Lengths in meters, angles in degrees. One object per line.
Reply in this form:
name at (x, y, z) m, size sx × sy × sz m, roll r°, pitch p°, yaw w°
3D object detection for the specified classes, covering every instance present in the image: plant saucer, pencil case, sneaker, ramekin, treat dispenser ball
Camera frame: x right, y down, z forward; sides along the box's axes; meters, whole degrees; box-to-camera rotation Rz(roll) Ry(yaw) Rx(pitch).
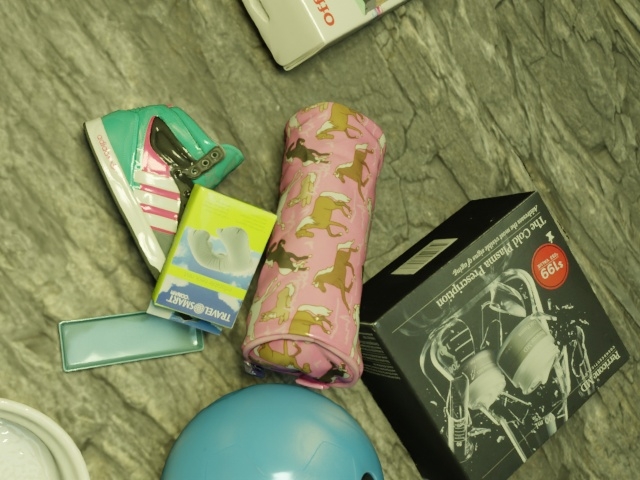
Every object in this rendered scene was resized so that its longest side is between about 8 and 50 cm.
plant saucer at (-0.255, 0.130, 1.134) m, size 0.192 × 0.018 × 0.067 m, roll -6°, pitch 89°, yaw -23°
pencil case at (0.000, 0.000, 1.116) m, size 0.160 × 0.167 × 0.386 m, roll 27°, pitch 56°, yaw -30°
sneaker at (-0.176, -0.056, 1.122) m, size 0.178 × 0.124 × 0.296 m, roll -25°, pitch 96°, yaw -8°
ramekin at (-0.419, 0.316, 0.987) m, size 0.277 × 0.135 × 0.277 m, roll 2°, pitch 86°, yaw -23°
treat dispenser ball at (-0.060, 0.327, 1.061) m, size 0.288 × 0.288 × 0.288 m, roll 1°, pitch 86°, yaw -24°

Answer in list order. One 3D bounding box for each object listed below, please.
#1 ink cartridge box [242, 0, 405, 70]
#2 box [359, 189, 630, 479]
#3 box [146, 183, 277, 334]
ink cartridge box at (0.020, -0.403, 1.210) m, size 0.278 × 0.117 × 0.201 m, roll -37°, pitch 102°, yaw -32°
box at (0.240, 0.148, 1.264) m, size 0.343 × 0.179 × 0.312 m, roll -37°, pitch 103°, yaw -21°
box at (-0.139, 0.030, 1.055) m, size 0.109 × 0.042 × 0.178 m, roll 21°, pitch 94°, yaw -19°
